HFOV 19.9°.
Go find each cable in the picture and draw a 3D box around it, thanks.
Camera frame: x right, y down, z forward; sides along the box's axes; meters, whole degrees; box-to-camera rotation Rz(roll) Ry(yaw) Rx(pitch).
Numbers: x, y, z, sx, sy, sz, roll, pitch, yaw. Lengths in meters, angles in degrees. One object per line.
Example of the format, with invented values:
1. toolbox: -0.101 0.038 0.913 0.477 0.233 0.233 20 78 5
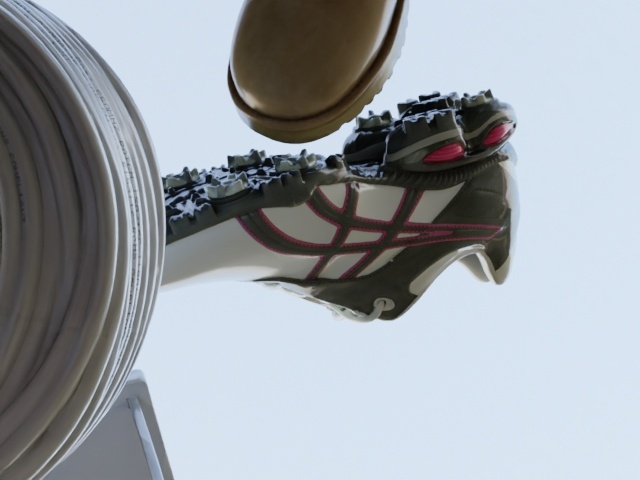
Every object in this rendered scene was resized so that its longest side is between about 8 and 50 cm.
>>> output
1. cable: -0.190 0.003 0.802 0.089 0.257 0.257 -3 -72 -69

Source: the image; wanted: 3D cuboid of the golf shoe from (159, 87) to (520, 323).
1. golf shoe: 0.000 0.000 1.022 0.272 0.105 0.120 -17 -77 -23

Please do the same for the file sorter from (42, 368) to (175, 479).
1. file sorter: -0.144 0.249 0.997 0.192 0.173 0.278 -17 -71 -8

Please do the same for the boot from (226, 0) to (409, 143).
1. boot: -0.003 -0.213 0.908 0.269 0.089 0.236 72 -142 -58
